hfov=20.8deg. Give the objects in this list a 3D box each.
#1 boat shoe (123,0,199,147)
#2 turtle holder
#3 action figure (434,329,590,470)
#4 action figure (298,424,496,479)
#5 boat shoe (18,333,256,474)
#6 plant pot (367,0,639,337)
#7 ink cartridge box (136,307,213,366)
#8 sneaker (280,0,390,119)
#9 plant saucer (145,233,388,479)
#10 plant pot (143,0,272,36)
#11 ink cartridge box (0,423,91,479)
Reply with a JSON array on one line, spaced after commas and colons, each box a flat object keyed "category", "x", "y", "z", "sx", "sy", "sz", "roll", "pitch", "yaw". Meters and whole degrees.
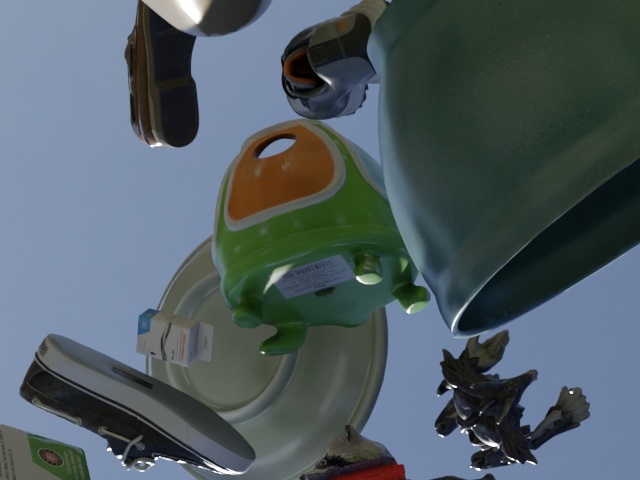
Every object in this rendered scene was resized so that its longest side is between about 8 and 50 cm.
[{"category": "boat shoe", "x": -0.254, "y": -0.295, "z": 2.666, "sx": 0.104, "sy": 0.307, "sz": 0.111, "roll": 9, "pitch": -171, "yaw": 44}, {"category": "turtle holder", "x": 0.010, "y": -0.009, "z": 2.078, "sx": 0.243, "sy": 0.320, "sz": 0.227, "roll": -30, "pitch": -117, "yaw": 35}, {"category": "action figure", "x": 0.208, "y": 0.181, "z": 1.990, "sx": 0.141, "sy": 0.164, "sz": 0.275, "roll": -42, "pitch": 170, "yaw": -12}, {"category": "action figure", "x": 0.019, "y": 0.348, "z": 1.696, "sx": 0.341, "sy": 0.178, "sz": 0.330, "roll": -6, "pitch": -111, "yaw": 8}, {"category": "boat shoe", "x": -0.234, "y": 0.233, "z": 2.205, "sx": 0.105, "sy": 0.306, "sz": 0.113, "roll": -61, "pitch": -170, "yaw": 11}, {"category": "plant pot", "x": 0.153, "y": -0.099, "z": 1.150, "sx": 0.293, "sy": 0.196, "sz": 0.293, "roll": -32, "pitch": 165, "yaw": -9}, {"category": "ink cartridge box", "x": -0.167, "y": 0.112, "z": 1.997, "sx": 0.083, "sy": 0.048, "sz": 0.028, "roll": 13, "pitch": -158, "yaw": 19}, {"category": "sneaker", "x": 0.000, "y": -0.180, "z": 1.793, "sx": 0.108, "sy": 0.100, "sz": 0.271, "roll": -18, "pitch": 177, "yaw": -16}, {"category": "plant saucer", "x": -0.101, "y": 0.147, "z": 2.377, "sx": 0.400, "sy": 0.100, "sz": 0.400, "roll": -9, "pitch": -107, "yaw": 32}, {"category": "plant pot", "x": -0.128, "y": -0.332, "z": 1.727, "sx": 0.256, "sy": 0.274, "sz": 0.256, "roll": -5, "pitch": -123, "yaw": 8}, {"category": "ink cartridge box", "x": -0.348, "y": 0.241, "z": 1.566, "sx": 0.117, "sy": 0.278, "sz": 0.201, "roll": -63, "pitch": -157, "yaw": 15}]
